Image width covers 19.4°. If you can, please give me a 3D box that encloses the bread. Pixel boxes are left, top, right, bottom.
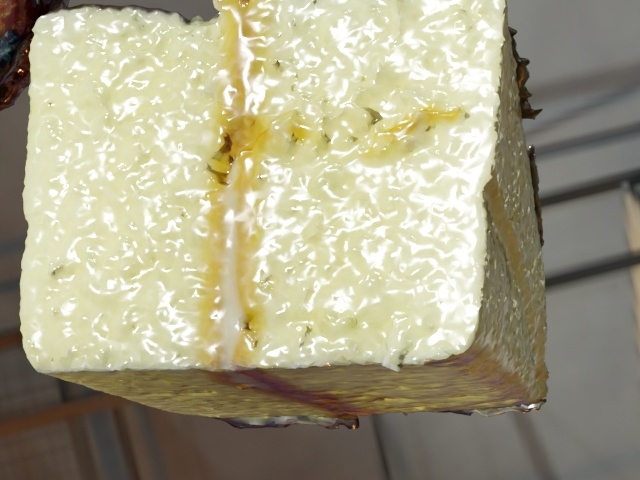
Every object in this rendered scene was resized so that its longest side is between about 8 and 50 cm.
[{"bbox_3d":[0.000,0.000,1.180,0.405,0.345,0.242,19,-106,-67],"label":"bread"}]

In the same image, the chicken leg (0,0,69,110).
[{"bbox_3d":[-0.202,-0.166,1.166,0.106,0.051,0.253,40,127,21],"label":"chicken leg"}]
